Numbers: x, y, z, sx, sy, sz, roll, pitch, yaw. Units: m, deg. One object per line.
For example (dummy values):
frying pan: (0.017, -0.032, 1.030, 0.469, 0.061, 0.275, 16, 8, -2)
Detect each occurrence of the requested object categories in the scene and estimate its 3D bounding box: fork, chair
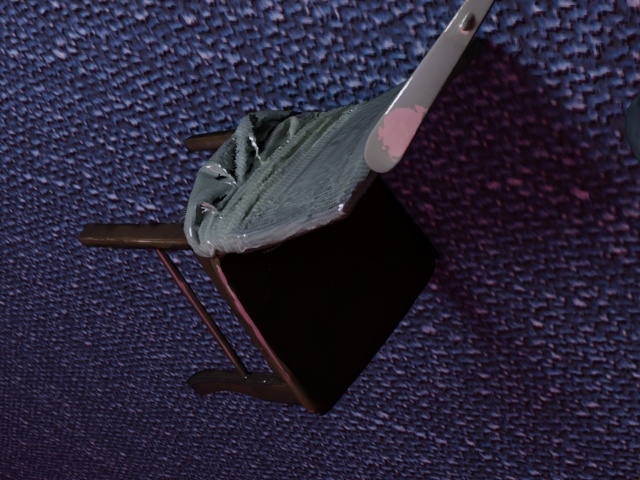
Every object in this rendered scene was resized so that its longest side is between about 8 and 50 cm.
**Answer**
fork: (0.082, -0.119, 0.554, 0.034, 0.028, 0.219, 30, 114, -3)
chair: (0.000, 0.000, 0.779, 0.319, 0.160, 0.186, -6, 124, 51)

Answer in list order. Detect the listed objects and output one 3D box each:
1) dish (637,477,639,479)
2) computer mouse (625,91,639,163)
dish: (0.312, 0.163, 0.696, 0.262, 0.221, 0.108, 28, 110, 31)
computer mouse: (0.257, -0.067, 0.444, 0.188, 0.122, 0.371, 46, 151, 6)
